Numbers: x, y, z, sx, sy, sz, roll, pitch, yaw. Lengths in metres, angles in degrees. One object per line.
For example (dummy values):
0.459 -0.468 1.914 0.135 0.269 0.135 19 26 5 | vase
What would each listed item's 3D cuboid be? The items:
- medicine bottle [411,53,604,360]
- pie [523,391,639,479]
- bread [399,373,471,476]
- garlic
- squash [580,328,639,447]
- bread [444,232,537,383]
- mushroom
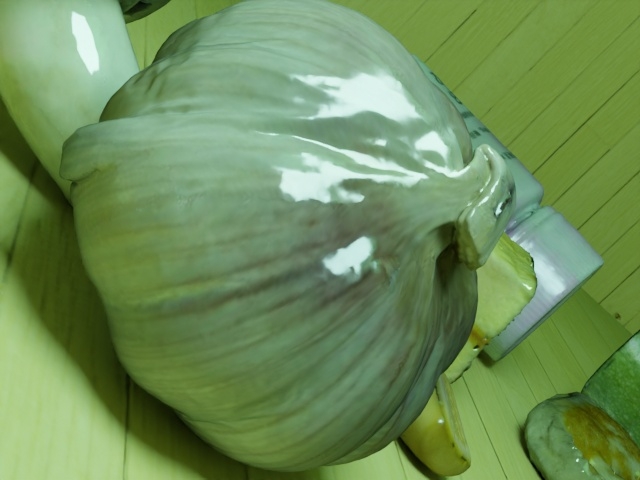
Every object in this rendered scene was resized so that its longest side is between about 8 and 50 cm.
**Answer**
0.172 -0.046 1.631 0.388 0.219 0.219 47 13 13 | medicine bottle
0.367 0.315 1.446 0.339 0.077 0.339 43 16 -16 | pie
0.095 0.159 1.112 0.115 0.056 0.082 -101 164 -48 | bread
-0.013 0.003 0.815 0.322 0.322 0.241 38 -13 -28 | garlic
0.570 0.300 1.714 0.384 0.263 0.263 52 15 25 | squash
0.088 0.011 1.331 0.264 0.168 0.163 41 13 -3 | bread
-0.189 -0.237 0.928 0.356 0.315 0.315 33 14 -7 | mushroom
